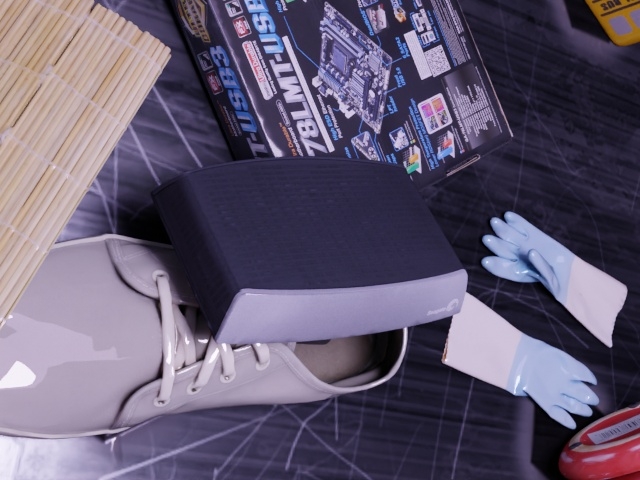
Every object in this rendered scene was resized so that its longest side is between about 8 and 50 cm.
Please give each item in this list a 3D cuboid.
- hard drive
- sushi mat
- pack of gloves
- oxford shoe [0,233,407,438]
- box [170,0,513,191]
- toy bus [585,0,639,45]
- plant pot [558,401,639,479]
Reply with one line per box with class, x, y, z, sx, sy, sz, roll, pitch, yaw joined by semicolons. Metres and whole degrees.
hard drive;0.000;0.000;1.004;0.254;0.054;0.172;-4;54;-35
sushi mat;-0.253;-0.076;0.947;0.151;0.019;0.317;29;61;-5
pack of gloves;0.254;0.087;1.301;0.232;0.046;0.195;30;66;-28
oxford shoe;-0.108;0.075;1.000;0.449;0.130;0.169;1;85;-33
box;0.025;-0.175;1.163;0.293;0.073;0.296;-30;101;-33
toy bus;0.448;-0.330;1.321;0.130;0.332;0.108;52;58;-17
plant pot;0.358;0.274;1.260;0.191;0.191;0.174;-25;93;-35
